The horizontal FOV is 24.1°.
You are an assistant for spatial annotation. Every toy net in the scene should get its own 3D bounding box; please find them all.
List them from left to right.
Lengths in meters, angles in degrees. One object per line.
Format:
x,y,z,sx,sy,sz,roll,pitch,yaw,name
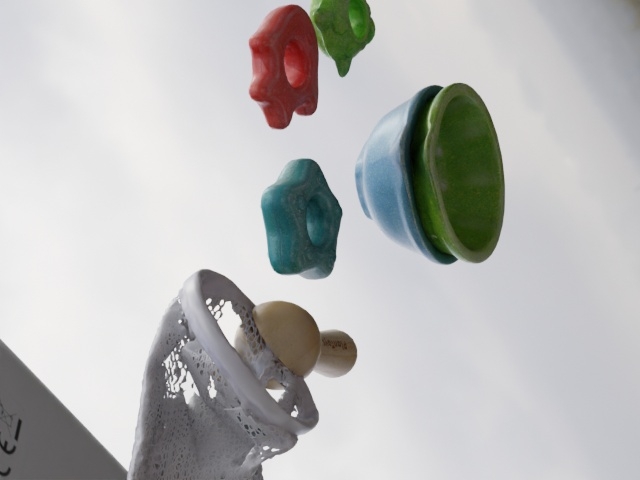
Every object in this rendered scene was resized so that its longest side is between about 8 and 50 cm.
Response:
0.000,0.000,0.490,0.232,0.045,0.122,-58,-44,-48,toy net

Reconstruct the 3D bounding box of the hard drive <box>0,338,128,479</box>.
-0.114,0.163,0.599,0.307,0.040,0.203,56,-155,-38,hard drive
